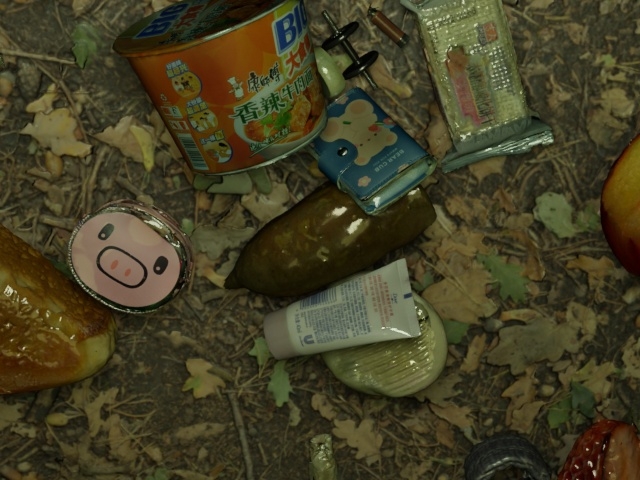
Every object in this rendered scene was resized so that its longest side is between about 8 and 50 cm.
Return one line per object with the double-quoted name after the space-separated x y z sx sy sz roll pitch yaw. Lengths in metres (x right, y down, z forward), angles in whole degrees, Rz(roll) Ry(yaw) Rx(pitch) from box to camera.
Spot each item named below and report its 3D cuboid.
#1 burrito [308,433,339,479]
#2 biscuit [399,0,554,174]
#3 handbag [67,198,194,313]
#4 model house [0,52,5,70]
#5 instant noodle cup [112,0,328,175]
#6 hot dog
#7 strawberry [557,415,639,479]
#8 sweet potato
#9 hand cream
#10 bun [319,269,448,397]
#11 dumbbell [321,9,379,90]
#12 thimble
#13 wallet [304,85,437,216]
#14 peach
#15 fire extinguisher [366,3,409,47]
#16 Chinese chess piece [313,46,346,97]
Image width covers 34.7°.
0.006 0.414 1.844 0.055 0.041 0.149 2 112 10 "burrito"
0.245 -0.269 1.609 0.186 0.079 0.309 -16 107 4 "biscuit"
-0.303 0.026 1.656 0.205 0.116 0.179 34 102 -12 "handbag"
-0.539 -0.277 1.579 0.083 0.057 0.058 -23 82 24 "model house"
-0.129 -0.238 1.504 0.296 0.296 0.214 -18 117 3 "instant noodle cup"
-0.536 0.112 1.634 0.405 0.185 0.223 40 101 -15 "hot dog"
0.482 0.474 1.838 0.253 0.150 0.280 -32 106 -22 "strawberry"
0.000 0.000 1.648 0.369 0.158 0.158 -31 107 6 "sweet potato"
0.034 0.119 1.642 0.248 0.083 0.133 -16 65 16 "hand cream"
0.101 0.155 1.723 0.210 0.116 0.237 -41 83 17 "bun"
0.046 -0.295 1.593 0.069 0.069 0.147 -35 108 8 "dumbbell"
0.335 0.426 1.837 0.150 0.098 0.150 -1 108 -3 "thimble"
0.065 -0.138 1.576 0.141 0.202 0.059 -36 144 -7 "wallet"
0.591 -0.089 1.587 0.281 0.281 0.338 10 116 -6 "peach"
0.104 -0.338 1.605 0.083 0.022 0.028 40 139 -14 "fire extinguisher"
0.006 -0.262 1.594 0.034 0.084 0.084 -37 107 -8 "Chinese chess piece"
